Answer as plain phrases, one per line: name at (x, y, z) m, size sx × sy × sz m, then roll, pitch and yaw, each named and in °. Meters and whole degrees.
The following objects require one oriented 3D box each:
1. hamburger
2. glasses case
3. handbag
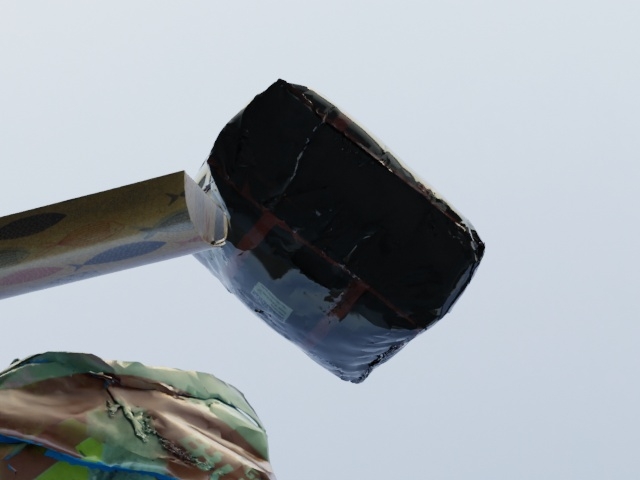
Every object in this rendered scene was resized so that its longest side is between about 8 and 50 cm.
hamburger at (-0.150, 0.189, 0.944) m, size 0.276 × 0.261 × 0.150 m, roll -8°, pitch 179°, yaw -17°
glasses case at (-0.149, 0.003, 1.234) m, size 0.170 × 0.064 × 0.041 m, roll -14°, pitch -119°, yaw 18°
handbag at (0.000, 0.000, 1.445) m, size 0.155 × 0.215 × 0.169 m, roll -49°, pitch 177°, yaw -21°
